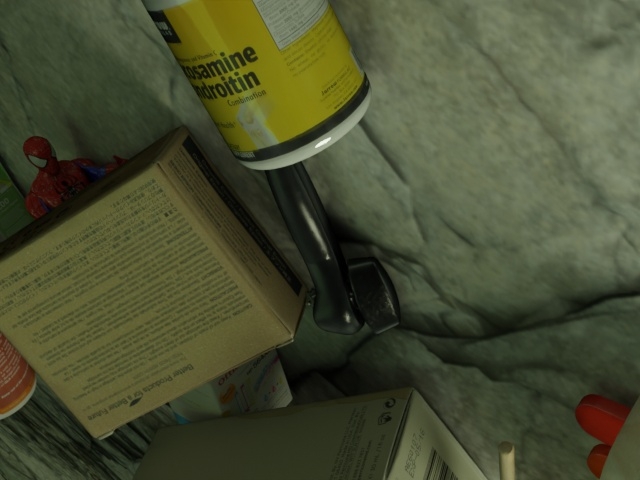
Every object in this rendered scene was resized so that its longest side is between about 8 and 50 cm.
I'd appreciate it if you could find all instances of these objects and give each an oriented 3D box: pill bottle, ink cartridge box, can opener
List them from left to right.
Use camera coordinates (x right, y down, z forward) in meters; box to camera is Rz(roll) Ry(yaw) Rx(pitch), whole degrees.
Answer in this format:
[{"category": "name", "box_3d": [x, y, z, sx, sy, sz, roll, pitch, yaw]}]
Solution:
[{"category": "ink cartridge box", "box_3d": [-0.416, -0.063, 1.295, 0.171, 0.056, 0.235, 11, 139, 45]}, {"category": "pill bottle", "box_3d": [-0.515, 0.158, 1.629, 0.121, 0.121, 0.216, 19, 142, 36]}, {"category": "ink cartridge box", "box_3d": [-0.160, 0.042, 0.969, 0.235, 0.088, 0.193, -28, 109, 23]}, {"category": "ink cartridge box", "box_3d": [-0.102, 0.131, 1.114, 0.090, 0.092, 0.143, 22, 144, 33]}, {"category": "pill bottle", "box_3d": [-0.049, -0.144, 0.690, 0.103, 0.103, 0.184, 3, 131, 49]}, {"category": "can opener", "box_3d": [0.000, 0.000, 0.876, 0.186, 0.073, 0.059, 62, -175, -23]}]

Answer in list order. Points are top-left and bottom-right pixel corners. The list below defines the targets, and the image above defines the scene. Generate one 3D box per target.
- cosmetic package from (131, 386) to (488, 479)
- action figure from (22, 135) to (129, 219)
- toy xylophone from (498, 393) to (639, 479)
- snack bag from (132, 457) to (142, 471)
[{"category": "cosmetic package", "box_3d": [-0.017, 0.244, 1.025, 0.309, 0.113, 0.160, -13, 127, 35]}, {"category": "action figure", "box_3d": [-0.192, 0.014, 1.081, 0.139, 0.091, 0.280, 8, 136, 56]}, {"category": "toy xylophone", "box_3d": [0.246, 0.224, 0.816, 0.236, 0.081, 0.322, 29, 147, 24]}, {"category": "snack bag", "box_3d": [-0.117, 0.430, 1.571, 0.323, 0.037, 0.342, 53, 149, -17]}]
